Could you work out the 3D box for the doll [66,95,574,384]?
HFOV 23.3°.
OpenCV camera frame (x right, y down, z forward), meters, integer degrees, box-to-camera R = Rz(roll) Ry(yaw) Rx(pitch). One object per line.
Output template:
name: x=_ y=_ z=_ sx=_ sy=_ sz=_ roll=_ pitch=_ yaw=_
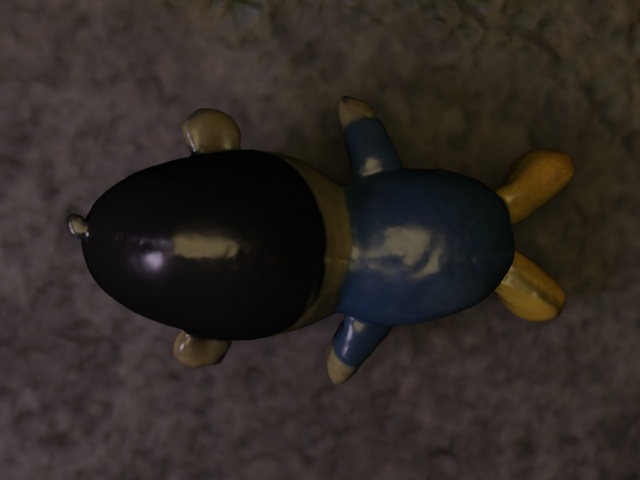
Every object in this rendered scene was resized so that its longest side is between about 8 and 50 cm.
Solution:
doll: x=0.000 y=0.000 z=0.540 sx=0.179 sy=0.089 sz=0.102 roll=3 pitch=93 yaw=-23
